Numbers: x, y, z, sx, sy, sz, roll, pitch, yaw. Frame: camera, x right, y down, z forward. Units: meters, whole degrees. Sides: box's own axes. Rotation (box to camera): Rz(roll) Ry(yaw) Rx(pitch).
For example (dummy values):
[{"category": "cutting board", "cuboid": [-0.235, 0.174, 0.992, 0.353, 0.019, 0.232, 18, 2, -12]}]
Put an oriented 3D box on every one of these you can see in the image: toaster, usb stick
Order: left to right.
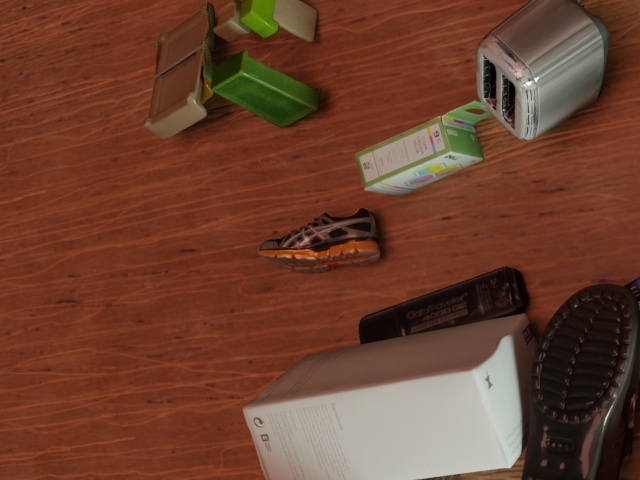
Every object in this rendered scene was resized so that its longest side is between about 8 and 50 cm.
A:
[{"category": "usb stick", "cuboid": [0.176, 0.111, 2.015, 0.278, 0.045, 0.077, -22, 68, 30]}, {"category": "toaster", "cuboid": [0.298, -0.239, 1.841, 0.146, 0.227, 0.129, -36, 66, -12]}]

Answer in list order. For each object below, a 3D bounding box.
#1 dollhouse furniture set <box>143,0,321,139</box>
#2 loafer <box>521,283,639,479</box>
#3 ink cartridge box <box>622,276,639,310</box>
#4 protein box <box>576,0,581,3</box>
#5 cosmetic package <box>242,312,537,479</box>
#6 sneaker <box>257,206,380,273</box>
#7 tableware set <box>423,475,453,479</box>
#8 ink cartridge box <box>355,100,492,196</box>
[{"category": "dollhouse furniture set", "cuboid": [-0.143, -0.279, 2.235, 0.302, 0.151, 0.197, -22, 53, 47]}, {"category": "loafer", "cuboid": [0.352, 0.237, 1.812, 0.134, 0.130, 0.365, 15, 89, 37]}, {"category": "ink cartridge box", "cuboid": [0.447, 0.099, 1.840, 0.207, 0.046, 0.097, -34, 71, 26]}, {"category": "protein box", "cuboid": [0.320, -0.447, 1.863, 0.136, 0.201, 0.199, 45, 110, 27]}, {"category": "cosmetic package", "cuboid": [0.113, 0.235, 1.929, 0.385, 0.217, 0.156, -12, 102, 33]}, {"category": "sneaker", "cuboid": [0.000, 0.000, 2.122, 0.215, 0.084, 0.083, -6, 70, 29]}, {"category": "tableware set", "cuboid": [0.128, 0.376, 1.975, 0.104, 0.154, 0.024, -15, 111, 33]}, {"category": "ink cartridge box", "cuboid": [0.168, -0.133, 1.997, 0.209, 0.109, 0.062, -23, 75, 29]}]
